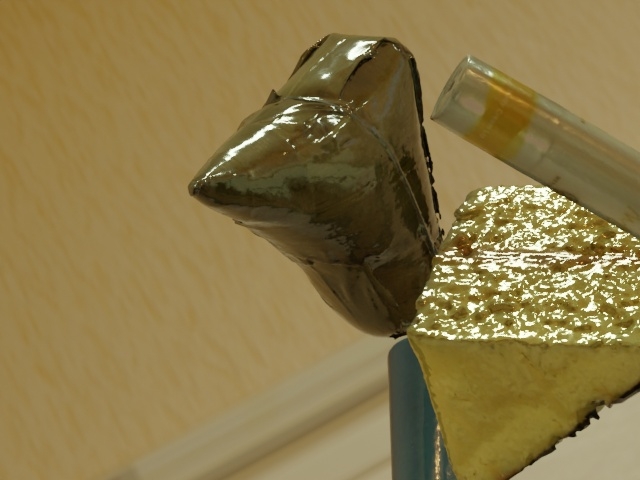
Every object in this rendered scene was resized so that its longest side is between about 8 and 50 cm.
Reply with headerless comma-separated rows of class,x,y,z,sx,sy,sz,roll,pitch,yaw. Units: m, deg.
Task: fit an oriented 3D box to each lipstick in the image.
lipstick,0.208,-0.049,1.237,0.059,0.264,0.059,-60,7,12

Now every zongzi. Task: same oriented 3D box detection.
zongzi,0.000,0.000,1.862,0.393,0.174,0.356,-47,-51,-49

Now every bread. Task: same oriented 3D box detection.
bread,0.234,0.082,1.466,0.236,0.263,0.198,-9,-61,25

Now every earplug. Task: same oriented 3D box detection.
earplug,0.149,0.271,2.176,0.132,0.273,0.132,2,-31,2
